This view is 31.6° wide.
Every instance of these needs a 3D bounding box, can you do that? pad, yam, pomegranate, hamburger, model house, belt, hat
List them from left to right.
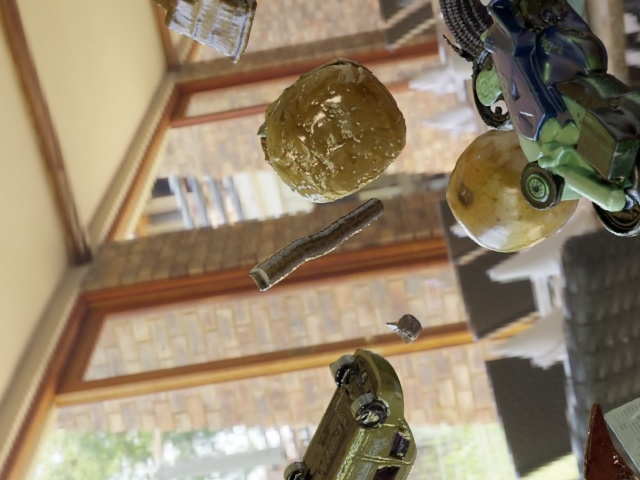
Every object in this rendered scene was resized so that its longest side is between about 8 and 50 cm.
[{"bbox_3d":[-0.193,-0.447,1.955,0.220,0.229,0.199,-32,-23,-52],"label":"model house"},{"bbox_3d":[0.000,0.000,1.883,0.327,0.045,0.045,-32,-26,-46],"label":"yam"},{"bbox_3d":[0.024,-0.218,2.294,0.259,0.283,0.144,45,-167,-20],"label":"hamburger"},{"bbox_3d":[0.156,0.155,2.062,0.058,0.042,0.087,43,168,-5],"label":"hat"},{"bbox_3d":[0.332,-0.462,1.967,0.122,0.260,0.324,-65,-23,-74],"label":"belt"},{"bbox_3d":[0.278,-0.077,1.602,0.196,0.196,0.196,-9,-90,-86],"label":"pomegranate"},{"bbox_3d":[0.586,0.340,1.816,0.265,0.160,0.009,53,-160,-20],"label":"pad"}]

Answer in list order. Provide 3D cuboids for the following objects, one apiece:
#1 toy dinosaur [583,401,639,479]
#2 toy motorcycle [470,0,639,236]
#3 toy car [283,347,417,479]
[{"bbox_3d":[0.422,0.343,1.324,0.113,0.207,0.327,78,-177,-54],"label":"toy dinosaur"},{"bbox_3d":[0.246,-0.143,1.112,0.331,0.125,0.196,-127,32,-48],"label":"toy motorcycle"},{"bbox_3d":[0.047,0.258,1.369,0.256,0.124,0.101,-66,28,20],"label":"toy car"}]
